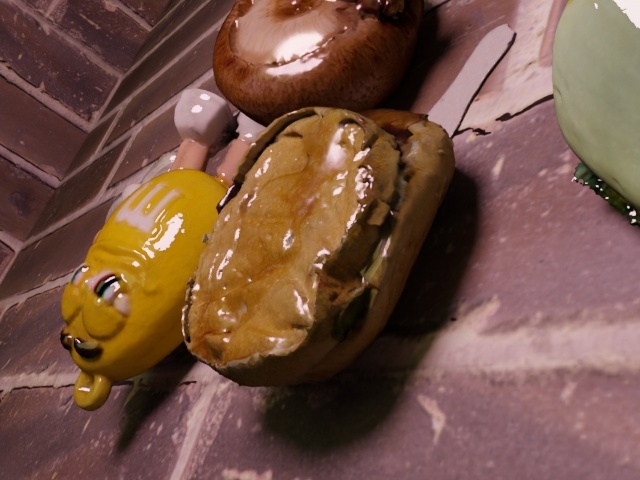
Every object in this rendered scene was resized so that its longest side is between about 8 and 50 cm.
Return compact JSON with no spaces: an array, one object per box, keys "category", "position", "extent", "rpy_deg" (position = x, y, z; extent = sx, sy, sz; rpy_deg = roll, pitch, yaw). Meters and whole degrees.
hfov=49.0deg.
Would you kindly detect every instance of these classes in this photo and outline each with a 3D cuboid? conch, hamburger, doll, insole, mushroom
[{"category":"conch","position":[0.219,-0.082,0.419],"extent":[0.143,0.137,0.251],"rpy_deg":[-12,64,17]},{"category":"hamburger","position":[-0.002,0.001,0.638],"extent":[0.265,0.134,0.285],"rpy_deg":[11,74,53]},{"category":"doll","position":[-0.159,-0.019,0.893],"extent":[0.348,0.161,0.423],"rpy_deg":[-21,47,22]},{"category":"insole","position":[0.134,-0.139,0.712],"extent":[0.197,0.004,0.065],"rpy_deg":[-56,27,-3]},{"category":"mushroom","position":[0.009,-0.246,0.838],"extent":[0.278,0.163,0.297],"rpy_deg":[-6,48,42]}]

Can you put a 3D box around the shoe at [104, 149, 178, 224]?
[{"category":"shoe","position":[-0.273,-0.043,1.159],"extent":[0.227,0.099,0.112],"rpy_deg":[-48,35,11]}]
